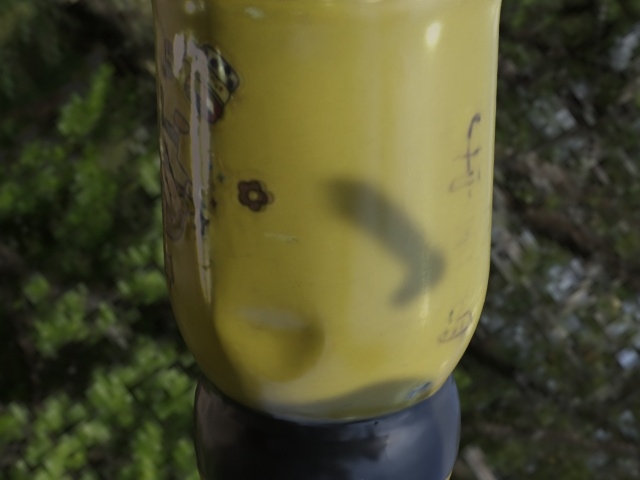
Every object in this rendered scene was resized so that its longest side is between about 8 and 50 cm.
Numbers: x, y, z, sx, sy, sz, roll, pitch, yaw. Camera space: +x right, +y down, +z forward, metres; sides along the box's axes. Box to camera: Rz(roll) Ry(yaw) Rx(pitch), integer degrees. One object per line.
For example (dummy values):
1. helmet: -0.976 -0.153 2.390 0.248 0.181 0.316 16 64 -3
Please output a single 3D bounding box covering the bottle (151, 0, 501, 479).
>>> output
1. bottle: 0.000 0.000 0.917 0.172 0.351 0.171 1 -156 0
